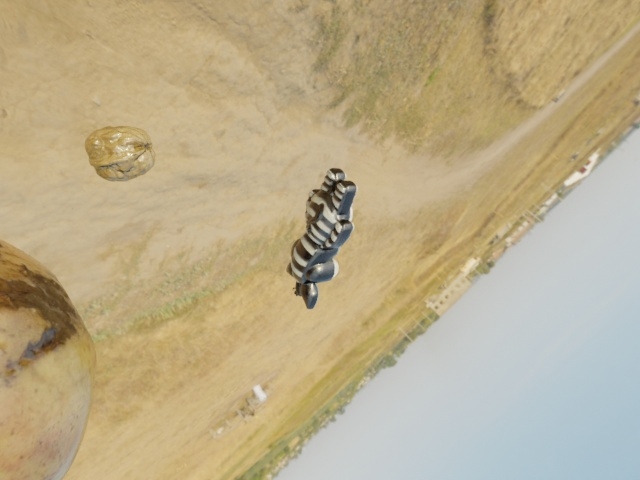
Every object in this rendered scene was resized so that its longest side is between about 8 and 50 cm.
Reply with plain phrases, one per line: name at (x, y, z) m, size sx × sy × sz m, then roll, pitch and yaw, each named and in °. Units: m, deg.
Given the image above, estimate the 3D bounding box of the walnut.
walnut at (-0.291, -0.126, 0.584) m, size 0.082 × 0.096 × 0.078 m, roll -84°, pitch 164°, yaw -59°

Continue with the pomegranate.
pomegranate at (-0.379, 0.144, 0.370) m, size 0.322 × 0.322 × 0.322 m, roll -39°, pitch 161°, yaw -16°

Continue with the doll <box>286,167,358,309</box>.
doll at (0.000, 0.000, 0.582) m, size 0.067 × 0.091 × 0.219 m, roll -8°, pitch 135°, yaw -35°
